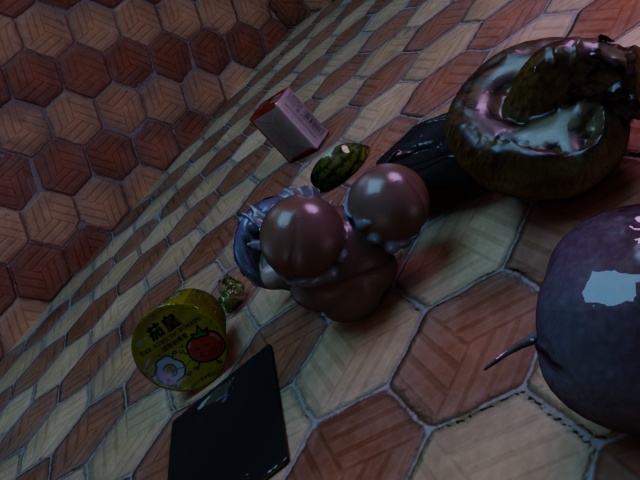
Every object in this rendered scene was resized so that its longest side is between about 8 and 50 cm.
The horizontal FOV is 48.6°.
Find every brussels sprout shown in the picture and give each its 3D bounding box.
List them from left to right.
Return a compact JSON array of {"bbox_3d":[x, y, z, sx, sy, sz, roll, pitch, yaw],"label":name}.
[{"bbox_3d":[-0.193,0.118,1.531,0.085,0.058,0.085,-27,58,54],"label":"brussels sprout"}]

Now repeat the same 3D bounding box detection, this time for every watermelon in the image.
[{"bbox_3d":[0.045,-0.164,1.660,0.163,0.087,0.069,-39,59,16],"label":"watermelon"}]

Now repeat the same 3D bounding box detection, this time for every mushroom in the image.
[{"bbox_3d":[0.323,-0.172,0.992,0.283,0.195,0.263,-21,38,57],"label":"mushroom"}]

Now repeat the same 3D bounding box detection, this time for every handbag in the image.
[{"bbox_3d":[0.215,-0.157,1.245,0.244,0.088,0.275,-40,20,-32],"label":"handbag"}]

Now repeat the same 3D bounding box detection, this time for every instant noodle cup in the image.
[{"bbox_3d":[-0.263,0.182,1.389,0.182,0.182,0.144,-38,12,11],"label":"instant noodle cup"}]

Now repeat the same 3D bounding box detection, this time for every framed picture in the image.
[{"bbox_3d":[-0.159,0.323,1.152,0.244,0.013,0.324,-39,22,8],"label":"framed picture"}]

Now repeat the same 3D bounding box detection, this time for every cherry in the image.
[{"bbox_3d":[0.295,0.065,0.631,0.266,0.183,0.213,-4,50,35],"label":"cherry"}]

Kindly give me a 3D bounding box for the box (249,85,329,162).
[{"bbox_3d":[-0.085,-0.324,1.990,0.133,0.182,0.099,-21,31,49],"label":"box"}]

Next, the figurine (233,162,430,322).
[{"bbox_3d":[0.001,0.000,1.196,0.276,0.248,0.388,-24,19,-19],"label":"figurine"}]
